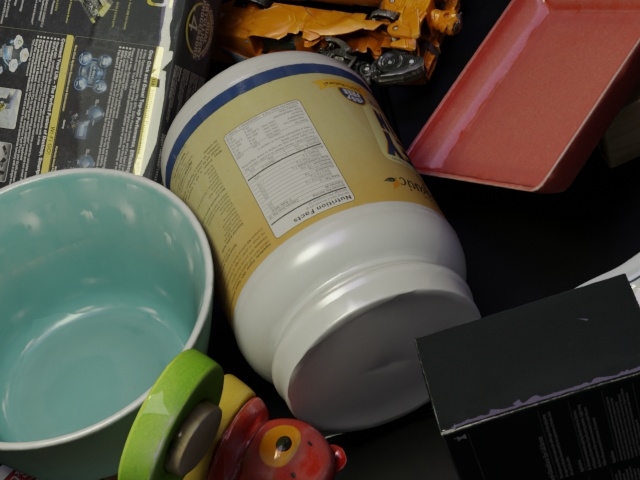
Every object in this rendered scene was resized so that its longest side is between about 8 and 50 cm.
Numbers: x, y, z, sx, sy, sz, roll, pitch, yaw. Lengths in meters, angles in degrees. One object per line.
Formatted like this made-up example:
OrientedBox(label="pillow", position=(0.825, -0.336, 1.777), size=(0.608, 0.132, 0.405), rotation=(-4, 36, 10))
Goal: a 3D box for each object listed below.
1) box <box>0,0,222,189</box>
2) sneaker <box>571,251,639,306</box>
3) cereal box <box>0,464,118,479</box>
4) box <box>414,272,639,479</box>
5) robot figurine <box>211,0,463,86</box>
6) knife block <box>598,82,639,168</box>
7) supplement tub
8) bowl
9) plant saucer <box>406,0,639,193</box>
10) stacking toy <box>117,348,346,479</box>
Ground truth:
OrientedBox(label="box", position=(-0.279, -0.171, 1.981), size=(0.318, 0.097, 0.395), rotation=(8, 85, 23))
OrientedBox(label="sneaker", position=(0.317, 0.056, 1.758), size=(0.258, 0.094, 0.091), rotation=(-30, 71, 0))
OrientedBox(label="cereal box", position=(-0.192, 0.257, 1.783), size=(0.173, 0.047, 0.240), rotation=(-42, 55, -16))
OrientedBox(label="box", position=(0.199, 0.159, 1.600), size=(0.184, 0.261, 0.103), rotation=(-19, 53, 2))
OrientedBox(label="robot figurine", position=(0.020, -0.243, 2.046), size=(0.291, 0.085, 0.211), rotation=(11, 60, 24))
OrientedBox(label="knife block", position=(0.421, -0.182, 1.880), size=(0.242, 0.088, 0.276), rotation=(14, 61, 26))
OrientedBox(label="supplement tub", position=(0.000, 0.000, 1.792), size=(0.228, 0.228, 0.316), rotation=(-26, 53, -2))
OrientedBox(label="bowl", position=(-0.229, 0.102, 1.775), size=(0.311, 0.163, 0.312), rotation=(-8, 50, 10))
OrientedBox(label="plant saucer", position=(0.222, -0.149, 1.865), size=(0.259, 0.048, 0.258), rotation=(-54, 26, -12))
OrientedBox(label="stacking toy", position=(-0.097, 0.248, 1.577), size=(0.130, 0.279, 0.309), rotation=(24, 72, 12))
